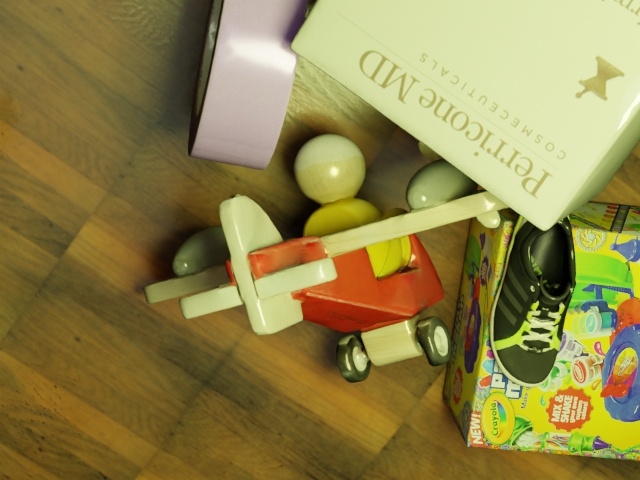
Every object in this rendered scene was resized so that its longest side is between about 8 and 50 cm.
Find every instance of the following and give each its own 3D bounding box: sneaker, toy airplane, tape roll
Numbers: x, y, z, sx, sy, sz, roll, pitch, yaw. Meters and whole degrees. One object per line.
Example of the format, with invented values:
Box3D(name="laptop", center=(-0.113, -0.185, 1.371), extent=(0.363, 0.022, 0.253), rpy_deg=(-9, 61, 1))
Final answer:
Box3D(name="sneaker", center=(0.245, 0.065, 1.543), extent=(0.084, 0.097, 0.235), rpy_deg=(1, 105, -5))
Box3D(name="toy airplane", center=(0.000, 0.000, 1.555), extent=(0.386, 0.384, 0.272), rpy_deg=(0, 72, -12))
Box3D(name="tape roll", center=(-0.082, -0.221, 1.516), extent=(0.090, 0.275, 0.275), rpy_deg=(9, 104, -9))

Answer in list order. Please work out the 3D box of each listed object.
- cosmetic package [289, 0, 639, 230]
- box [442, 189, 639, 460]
Box3D(name="cosmetic package", center=(0.245, -0.274, 1.396), extent=(0.329, 0.327, 0.394), rpy_deg=(37, 109, 11))
Box3D(name="box", center=(0.323, 0.106, 1.705), extent=(0.279, 0.177, 0.290), rpy_deg=(5, 105, -7))
